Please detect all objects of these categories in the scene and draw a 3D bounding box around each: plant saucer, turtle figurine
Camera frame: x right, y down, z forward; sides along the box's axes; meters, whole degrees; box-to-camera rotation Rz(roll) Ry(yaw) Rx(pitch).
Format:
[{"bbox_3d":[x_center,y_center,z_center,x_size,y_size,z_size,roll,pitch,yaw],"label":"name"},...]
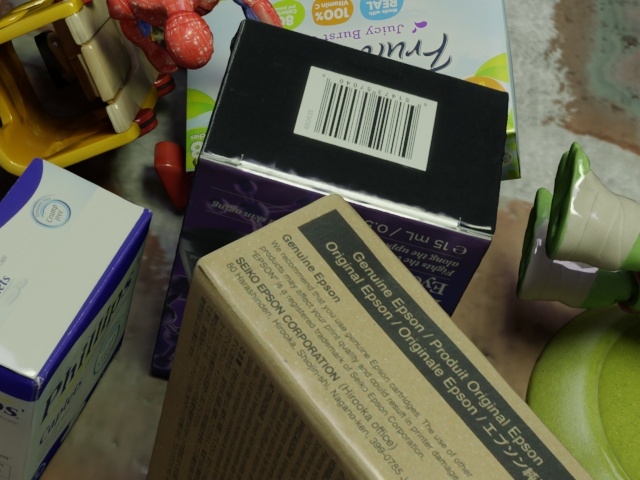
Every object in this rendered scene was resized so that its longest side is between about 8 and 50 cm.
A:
[{"bbox_3d":[0.248,0.124,0.821,0.241,0.037,0.241,8,52,-10],"label":"plant saucer"},{"bbox_3d":[0.269,-0.016,0.791,0.266,0.274,0.198,13,16,0],"label":"turtle figurine"}]

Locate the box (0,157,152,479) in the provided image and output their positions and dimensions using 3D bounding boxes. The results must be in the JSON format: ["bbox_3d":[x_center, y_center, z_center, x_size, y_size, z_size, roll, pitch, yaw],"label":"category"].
[{"bbox_3d":[-0.155,0.051,0.696,0.072,0.137,0.126,25,50,3],"label":"box"}]

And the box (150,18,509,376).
[{"bbox_3d":[0.000,0.000,0.736,0.153,0.207,0.108,15,50,-3],"label":"box"}]

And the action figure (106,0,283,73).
[{"bbox_3d":[-0.080,-0.165,0.823,0.091,0.139,0.280,-22,38,7],"label":"action figure"}]

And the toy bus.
[{"bbox_3d":[-0.164,-0.114,0.842,0.104,0.202,0.191,-20,63,7],"label":"toy bus"}]

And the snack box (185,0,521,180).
[{"bbox_3d":[0.020,-0.117,0.858,0.207,0.070,0.174,-6,65,10],"label":"snack box"}]

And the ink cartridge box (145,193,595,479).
[{"bbox_3d":[0.011,0.126,0.621,0.088,0.234,0.193,-28,65,-31],"label":"ink cartridge box"}]
